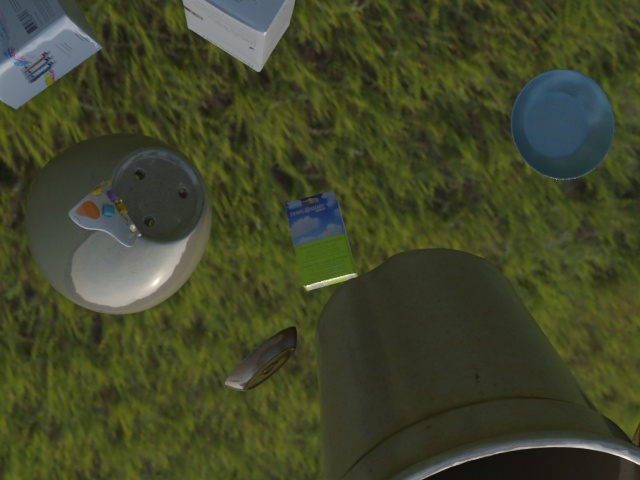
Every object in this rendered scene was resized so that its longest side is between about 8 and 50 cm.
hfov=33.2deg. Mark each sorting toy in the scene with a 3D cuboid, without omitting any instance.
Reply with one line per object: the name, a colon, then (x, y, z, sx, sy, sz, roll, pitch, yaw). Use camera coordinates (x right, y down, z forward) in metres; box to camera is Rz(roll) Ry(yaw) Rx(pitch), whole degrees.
sorting toy: (-0.232, -0.026, 1.204, 0.045, 0.075, 0.083, -40, -169, 12)

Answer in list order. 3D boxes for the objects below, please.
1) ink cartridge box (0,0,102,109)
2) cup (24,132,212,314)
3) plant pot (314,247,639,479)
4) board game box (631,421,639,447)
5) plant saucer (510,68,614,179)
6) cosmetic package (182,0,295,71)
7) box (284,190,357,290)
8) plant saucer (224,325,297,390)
ink cartridge box: (-0.454, -0.312, 1.635, 0.176, 0.128, 0.127, -34, 162, 5)
cup: (-0.322, -0.051, 1.865, 0.331, 0.330, 0.237, -11, 174, -29)
plant pot: (0.129, 0.183, 1.040, 0.334, 0.305, 0.333, -6, 131, -7)
board game box: (0.714, 0.234, 1.518, 0.356, 0.356, 0.356, -61, 178, -16)
plant saucer: (0.421, -0.203, 1.893, 0.195, 0.194, 0.037, -23, -176, -11)
cosmetic package: (-0.099, -0.284, 1.301, 0.085, 0.117, 0.231, -59, -178, -5)
box: (0.000, 0.000, 2.130, 0.109, 0.178, 0.042, -15, 162, 3)
plant saucer: (-0.049, 0.110, 0.960, 0.083, 0.015, 0.083, -39, 166, -12)
